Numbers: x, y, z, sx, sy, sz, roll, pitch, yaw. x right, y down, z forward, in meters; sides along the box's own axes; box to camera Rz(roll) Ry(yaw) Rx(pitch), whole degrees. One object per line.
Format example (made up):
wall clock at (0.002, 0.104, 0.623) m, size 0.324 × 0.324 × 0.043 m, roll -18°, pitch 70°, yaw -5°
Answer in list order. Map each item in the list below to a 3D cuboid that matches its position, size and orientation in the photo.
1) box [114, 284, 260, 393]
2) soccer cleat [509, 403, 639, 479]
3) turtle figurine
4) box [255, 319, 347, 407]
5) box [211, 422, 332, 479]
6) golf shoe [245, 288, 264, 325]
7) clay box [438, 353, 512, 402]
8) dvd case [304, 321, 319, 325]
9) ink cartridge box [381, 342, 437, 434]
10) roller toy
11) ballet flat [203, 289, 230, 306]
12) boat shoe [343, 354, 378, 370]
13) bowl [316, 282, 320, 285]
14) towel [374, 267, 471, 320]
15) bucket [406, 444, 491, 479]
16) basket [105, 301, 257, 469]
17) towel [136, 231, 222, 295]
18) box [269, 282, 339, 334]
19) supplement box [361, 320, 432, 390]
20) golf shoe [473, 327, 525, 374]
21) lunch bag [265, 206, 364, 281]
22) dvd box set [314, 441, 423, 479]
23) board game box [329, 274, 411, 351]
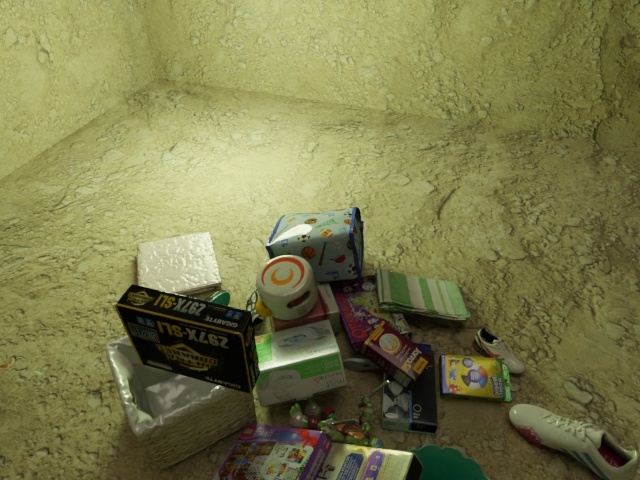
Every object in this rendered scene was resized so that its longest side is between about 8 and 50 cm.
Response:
box at (-0.320, 0.249, 1.186) m, size 0.321 × 0.257 × 0.079 m, roll 11°, pitch 42°, yaw 11°
soccer cleat at (0.702, 0.536, 1.324) m, size 0.331 × 0.143 × 0.116 m, roll 25°, pitch 47°, yaw 27°
turtle figurine at (0.057, 0.478, 1.330) m, size 0.266 × 0.275 × 0.198 m, roll 6°, pitch 38°, yaw 30°
box at (-0.071, 0.373, 1.463) m, size 0.261 × 0.127 × 0.231 m, roll -13°, pitch 15°, yaw -3°
box at (-0.133, 0.586, 1.239) m, size 0.293 × 0.057 × 0.201 m, roll -12°, pitch 29°, yaw 40°
golf shoe at (-0.236, 0.257, 1.728) m, size 0.093 × 0.077 × 0.198 m, roll 23°, pitch 52°, yaw 10°
clay box at (0.489, 0.432, 1.495) m, size 0.221 × 0.053 × 0.128 m, roll 2°, pitch 58°, yaw 6°
dvd case at (-0.008, 0.336, 1.599) m, size 0.087 × 0.120 × 0.013 m, roll -11°, pitch 7°, yaw -10°
ink cartridge box at (0.279, 0.438, 1.509) m, size 0.165 × 0.065 × 0.333 m, roll 3°, pitch 40°, yaw 6°
roller toy at (-0.108, 0.161, 1.577) m, size 0.191 × 0.146 × 0.209 m, roll 4°, pitch 48°, yaw 17°
ballet flat at (-0.427, 0.276, 1.689) m, size 0.096 × 0.095 × 0.280 m, roll 4°, pitch 39°, yaw 24°
boat shoe at (0.142, 0.394, 1.552) m, size 0.142 × 0.049 × 0.040 m, roll -9°, pitch 29°, yaw 26°
bowl at (-0.073, 0.191, 1.807) m, size 0.142 × 0.053 × 0.142 m, roll -12°, pitch 42°, yaw -13°
towel at (0.363, 0.194, 1.736) m, size 0.324 × 0.038 × 0.248 m, roll 9°, pitch 27°, yaw -3°
bucket at (0.286, 0.666, 1.152) m, size 0.281 × 0.183 × 0.281 m, roll 0°, pitch 41°, yaw 0°
basket at (-0.396, 0.419, 1.386) m, size 0.331 × 0.267 × 0.328 m, roll -22°, pitch 45°, yaw -24°
towel at (-0.575, 0.105, 1.917) m, size 0.316 × 0.053 × 0.332 m, roll -11°, pitch 42°, yaw -13°
box at (-0.061, 0.260, 1.670) m, size 0.232 × 0.127 × 0.149 m, roll -11°, pitch 41°, yaw -11°
supplement box at (0.233, 0.353, 1.466) m, size 0.188 × 0.081 × 0.104 m, roll 34°, pitch 57°, yaw 20°
golf shoe at (0.589, 0.367, 1.568) m, size 0.067 × 0.086 × 0.186 m, roll -30°, pitch 50°, yaw -30°
lunch bag at (0.000, 0.000, 1.819) m, size 0.327 × 0.239 × 0.385 m, roll -7°, pitch 27°, yaw 9°
dvd box set at (0.006, 0.630, 1.125) m, size 0.420 × 0.062 × 0.308 m, roll -14°, pitch 29°, yaw 39°
board game box at (0.167, 0.246, 1.701) m, size 0.208 × 0.056 × 0.347 m, roll -12°, pitch 32°, yaw -7°
